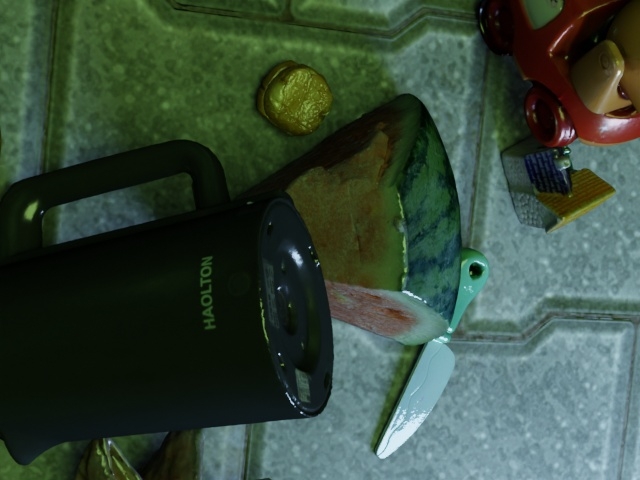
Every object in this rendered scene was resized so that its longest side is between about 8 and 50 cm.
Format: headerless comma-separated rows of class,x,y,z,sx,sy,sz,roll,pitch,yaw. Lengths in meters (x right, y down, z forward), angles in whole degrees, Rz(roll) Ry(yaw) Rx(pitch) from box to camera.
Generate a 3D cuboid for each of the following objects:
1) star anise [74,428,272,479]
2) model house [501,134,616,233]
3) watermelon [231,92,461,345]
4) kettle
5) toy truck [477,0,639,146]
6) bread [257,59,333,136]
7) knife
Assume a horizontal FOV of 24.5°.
star anise,-0.180,0.334,1.500,0.332,0.118,0.331,-11,109,-33
model house,0.273,-0.070,1.673,0.088,0.100,0.100,-26,106,-19
watermelon,0.037,0.023,1.536,0.293,0.283,0.250,-32,94,9
kettle,-0.168,0.056,1.372,0.308,0.203,0.262,-10,103,16
toy truck,0.315,-0.231,1.573,0.189,0.239,0.264,-20,76,-21
bread,-0.025,-0.150,1.559,0.083,0.046,0.081,-6,104,-25
knife,0.129,0.132,1.678,0.063,0.035,0.260,18,95,-36
